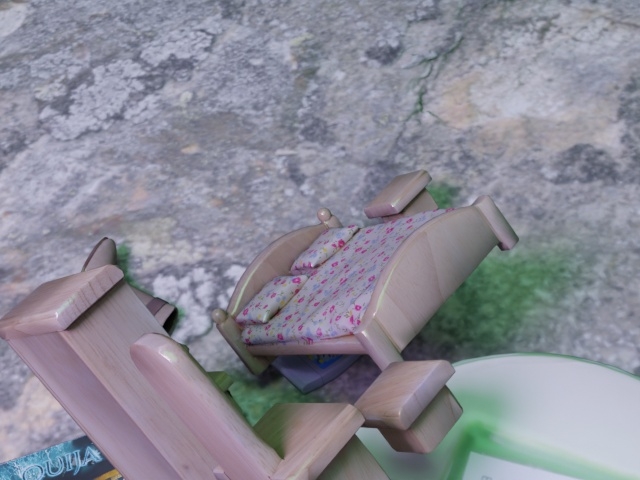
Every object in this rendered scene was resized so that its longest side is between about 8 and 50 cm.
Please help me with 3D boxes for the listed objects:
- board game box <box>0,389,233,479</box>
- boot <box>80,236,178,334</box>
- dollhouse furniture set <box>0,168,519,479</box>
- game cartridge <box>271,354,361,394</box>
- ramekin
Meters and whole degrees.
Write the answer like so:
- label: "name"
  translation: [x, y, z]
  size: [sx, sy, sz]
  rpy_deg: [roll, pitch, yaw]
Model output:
- label: "board game box"
  translation: [-0.139, 0.190, 0.780]
  size: [0.186, 0.026, 0.126]
  rpy_deg: [-18, 50, -3]
- label: "boot"
  translation: [-0.160, 0.052, 0.890]
  size: [0.087, 0.042, 0.118]
  rpy_deg: [9, 56, 10]
- label: "dollhouse furniture set"
  translation: [0.000, 0.000, 0.686]
  size: [0.355, 0.173, 0.303]
  rpy_deg: [-45, 17, -28]
- label: "game cartridge"
  translation: [0.003, 0.081, 0.846]
  size: [0.083, 0.017, 0.056]
  rpy_deg: [-40, 59, -19]
- label: "ramekin"
  translation: [0.125, 0.213, 0.630]
  size: [0.304, 0.148, 0.303]
  rpy_deg: [-6, 51, 7]
